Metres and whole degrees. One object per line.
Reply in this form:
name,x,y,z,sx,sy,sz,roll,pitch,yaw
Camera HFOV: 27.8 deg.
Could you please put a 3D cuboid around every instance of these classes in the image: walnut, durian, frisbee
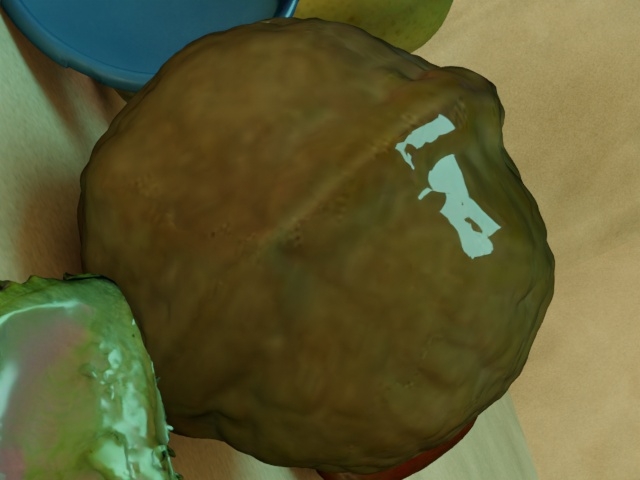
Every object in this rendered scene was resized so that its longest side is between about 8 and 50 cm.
walnut,-0.003,0.002,0.827,0.306,0.306,0.344,65,6,7
durian,-0.106,0.123,0.522,0.137,0.095,0.220,-8,56,-35
frisbee,-0.129,-0.215,0.960,0.242,0.242,0.045,66,-22,8

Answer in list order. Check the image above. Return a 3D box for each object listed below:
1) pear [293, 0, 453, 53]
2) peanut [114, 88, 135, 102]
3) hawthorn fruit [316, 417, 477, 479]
pear,0.012,-0.371,1.731,0.348,0.348,0.348,61,10,-19
peanut,-0.158,-0.243,1.070,0.153,0.140,0.325,0,61,-61
hawthorn fruit,0.064,0.118,1.121,0.185,0.202,0.185,-22,90,-88
